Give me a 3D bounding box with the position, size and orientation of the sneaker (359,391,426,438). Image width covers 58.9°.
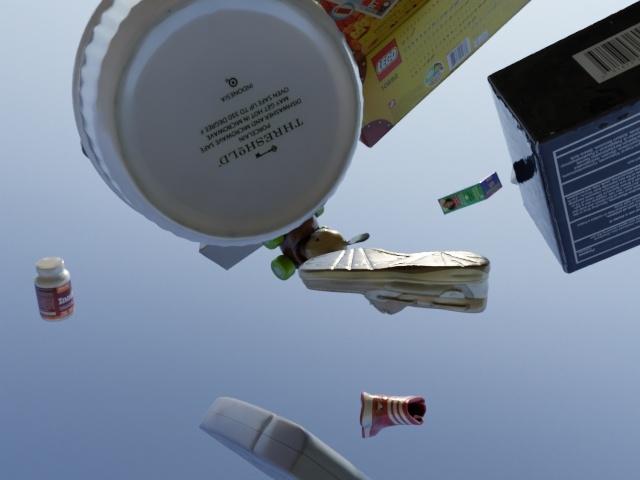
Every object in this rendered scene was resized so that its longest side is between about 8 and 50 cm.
[{"bbox_3d":[0.149,0.361,1.148,0.127,0.221,0.087,2,-109,10],"label":"sneaker"}]

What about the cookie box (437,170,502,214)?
[{"bbox_3d":[0.319,-0.101,1.207,0.091,0.107,0.040,-30,-85,-46],"label":"cookie box"}]

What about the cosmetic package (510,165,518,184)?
[{"bbox_3d":[0.575,-0.206,1.344,0.183,0.151,0.151,18,-113,-2],"label":"cosmetic package"}]

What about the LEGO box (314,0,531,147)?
[{"bbox_3d":[0.127,-0.473,1.054,0.500,0.193,0.372,-43,-124,-5],"label":"LEGO box"}]

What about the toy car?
[{"bbox_3d":[0.000,0.000,1.143,0.188,0.149,0.155,8,-144,46],"label":"toy car"}]

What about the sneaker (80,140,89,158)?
[{"bbox_3d":[-0.273,-0.220,0.771,0.130,0.087,0.228,29,-86,25],"label":"sneaker"}]

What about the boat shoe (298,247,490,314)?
[{"bbox_3d":[0.114,0.073,0.903,0.302,0.098,0.109,0,-163,7],"label":"boat shoe"}]

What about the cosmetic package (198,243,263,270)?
[{"bbox_3d":[-0.176,-0.047,1.356,0.237,0.107,0.127,-32,-141,23],"label":"cosmetic package"}]

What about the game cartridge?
[{"bbox_3d":[-0.043,0.276,0.720,0.198,0.297,0.062,46,-116,-17],"label":"game cartridge"}]

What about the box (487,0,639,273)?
[{"bbox_3d":[0.432,-0.148,0.806,0.296,0.294,0.183,-24,-136,12],"label":"box"}]

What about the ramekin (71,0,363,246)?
[{"bbox_3d":[-0.085,-0.120,0.520,0.272,0.273,0.127,-17,-154,-16],"label":"ramekin"}]

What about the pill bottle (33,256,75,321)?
[{"bbox_3d":[-0.680,0.124,1.445,0.085,0.152,0.086,3,-153,-2],"label":"pill bottle"}]
